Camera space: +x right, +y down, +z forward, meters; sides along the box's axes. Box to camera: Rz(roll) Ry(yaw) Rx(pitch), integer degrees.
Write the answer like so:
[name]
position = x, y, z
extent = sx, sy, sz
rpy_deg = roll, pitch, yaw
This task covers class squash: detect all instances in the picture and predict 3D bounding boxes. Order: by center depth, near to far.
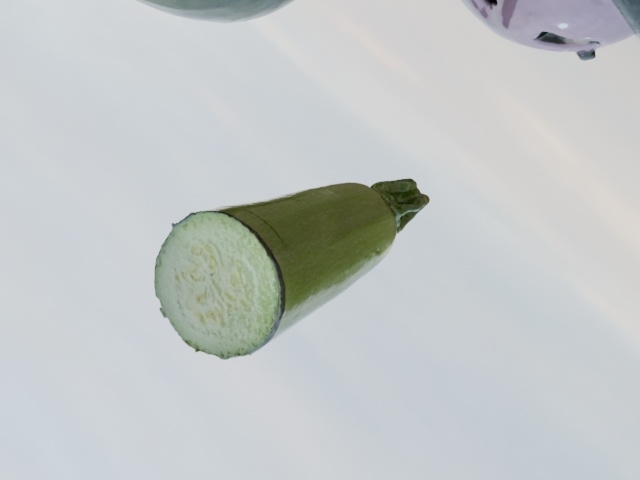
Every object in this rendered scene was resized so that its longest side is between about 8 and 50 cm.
[squash]
position = 0.000, 0.000, 1.270
extent = 0.094, 0.094, 0.224
rpy_deg = 46, -143, 16

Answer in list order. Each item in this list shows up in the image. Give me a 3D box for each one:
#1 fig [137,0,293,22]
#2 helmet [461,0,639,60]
[fig]
position = -0.102, -0.271, 1.570
extent = 0.225, 0.203, 0.203
rpy_deg = 0, 180, 21
[helmet]
position = 0.124, -0.225, 1.232
extent = 0.253, 0.154, 0.198
rpy_deg = 48, -168, -11
